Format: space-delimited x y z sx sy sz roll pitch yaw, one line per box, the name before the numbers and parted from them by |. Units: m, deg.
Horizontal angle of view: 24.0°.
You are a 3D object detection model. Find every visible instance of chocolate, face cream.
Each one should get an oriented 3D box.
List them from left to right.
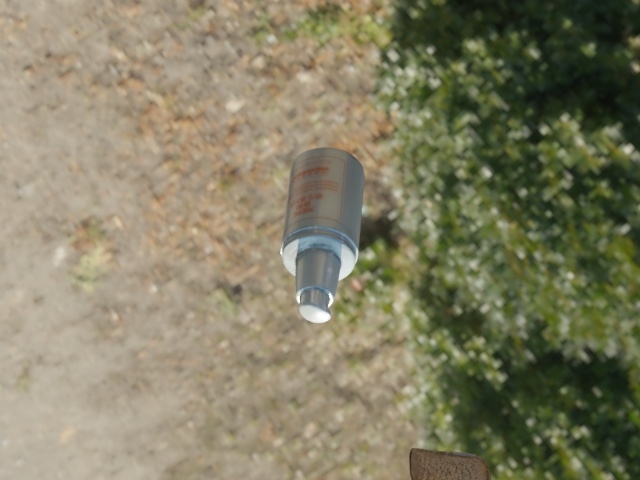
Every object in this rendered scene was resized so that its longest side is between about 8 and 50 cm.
face cream | 0.000 0.000 1.908 0.101 0.251 0.101 3 137 3
chocolate | 0.150 0.280 1.781 0.101 0.064 0.031 4 143 -13
